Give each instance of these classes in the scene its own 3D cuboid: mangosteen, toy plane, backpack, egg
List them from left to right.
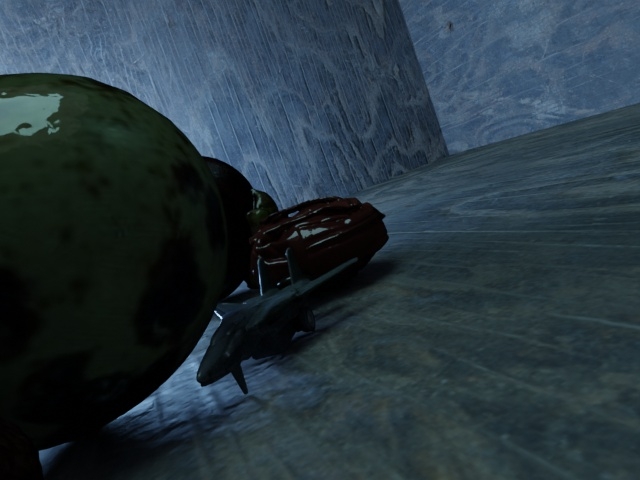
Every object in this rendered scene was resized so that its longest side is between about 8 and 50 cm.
[{"bbox_3d":[-0.292,0.035,0.508,0.428,0.345,0.345,-42,1,17],"label":"egg"},{"bbox_3d":[-0.218,-0.018,0.990,0.360,0.306,0.306,-1,3,-13],"label":"mangosteen"},{"bbox_3d":[-0.065,0.097,0.535,0.212,0.088,0.267,-19,15,17],"label":"toy plane"},{"bbox_3d":[0.001,0.002,0.764,0.229,0.138,0.229,-19,3,1],"label":"backpack"}]

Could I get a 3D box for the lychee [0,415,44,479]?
[{"bbox_3d":[-0.267,0.152,0.271,0.194,0.194,0.194,-20,7,3],"label":"lychee"}]
